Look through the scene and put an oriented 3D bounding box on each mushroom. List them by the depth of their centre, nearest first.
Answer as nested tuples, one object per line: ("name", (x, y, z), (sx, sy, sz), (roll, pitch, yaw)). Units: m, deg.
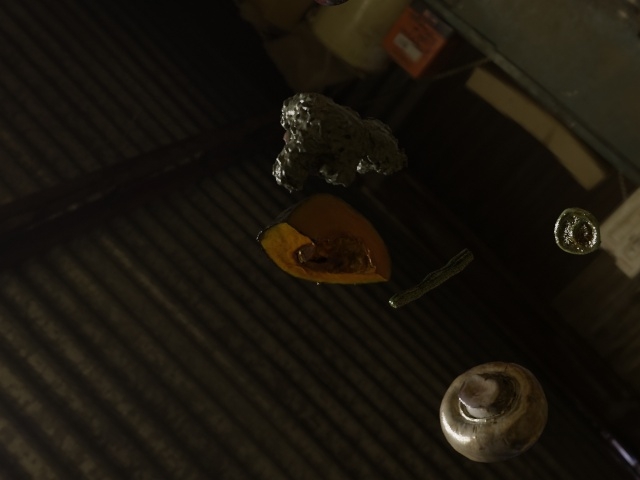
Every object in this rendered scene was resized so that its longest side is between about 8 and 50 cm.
("mushroom", (0.374, 0.371, 1.962), (0.184, 0.255, 0.255), (44, -159, -39))

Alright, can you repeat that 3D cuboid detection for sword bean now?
("sword bean", (0.282, 0.098, 2.241), (0.269, 0.038, 0.043), (-30, -137, -22))

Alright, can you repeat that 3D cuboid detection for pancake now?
("pancake", (0.537, -0.019, 1.863), (0.108, 0.108, 0.017), (45, -141, 11))

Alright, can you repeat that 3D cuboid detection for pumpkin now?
("pumpkin", (0.000, 0.000, 1.997), (0.312, 0.169, 0.148), (31, -126, -26))

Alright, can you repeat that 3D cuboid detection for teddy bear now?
("teddy bear", (0.065, -0.265, 2.539), (0.368, 0.224, 0.357), (23, -139, -20))

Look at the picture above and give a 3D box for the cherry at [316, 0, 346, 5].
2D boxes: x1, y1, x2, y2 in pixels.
("cherry", (0.029, -0.679, 2.270), (0.140, 0.176, 0.176), (15, -170, 42))
